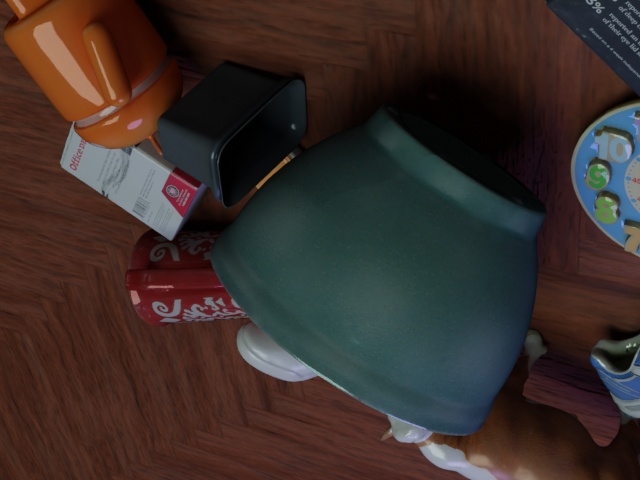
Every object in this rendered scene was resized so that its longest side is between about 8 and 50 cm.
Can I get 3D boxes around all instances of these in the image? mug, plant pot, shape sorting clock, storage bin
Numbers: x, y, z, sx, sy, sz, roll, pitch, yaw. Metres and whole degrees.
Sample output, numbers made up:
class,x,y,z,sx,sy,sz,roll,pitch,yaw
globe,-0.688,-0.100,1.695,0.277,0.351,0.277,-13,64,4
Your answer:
class,x,y,z,sx,sy,sz,roll,pitch,yaw
mug,-0.123,0.049,1.405,0.169,0.150,0.113,-2,118,31
plant pot,0.076,0.003,1.124,0.293,0.293,0.196,33,105,1
shape sorting clock,0.313,-0.040,1.081,0.206,0.040,0.206,20,140,17
storage bin,-0.088,-0.106,1.229,0.091,0.135,0.098,27,144,25

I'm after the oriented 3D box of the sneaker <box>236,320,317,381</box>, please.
class,x,y,z,sx,sy,sz,roll,pitch,yaw
sneaker,0.017,0.108,1.401,0.212,0.080,0.094,11,137,-15

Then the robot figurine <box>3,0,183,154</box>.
class,x,y,z,sx,sy,sz,roll,pitch,yaw
robot figurine,-0.219,-0.180,1.230,0.158,0.128,0.219,-10,124,45

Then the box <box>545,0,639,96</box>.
class,x,y,z,sx,sy,sz,roll,pitch,yaw
box,0.287,-0.194,0.878,0.153,0.108,0.207,42,141,-11

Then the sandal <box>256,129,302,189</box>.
class,x,y,z,sx,sy,sz,roll,pitch,yaw
sandal,-0.007,0.002,1.323,0.265,0.076,0.102,47,140,-18

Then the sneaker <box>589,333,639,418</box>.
class,x,y,z,sx,sy,sz,roll,pitch,yaw
sneaker,0.345,0.115,1.194,0.081,0.080,0.211,44,140,-19

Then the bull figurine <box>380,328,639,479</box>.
class,x,y,z,sx,sy,sz,roll,pitch,yaw
bull figurine,0.208,0.192,1.286,0.310,0.188,0.101,33,142,0

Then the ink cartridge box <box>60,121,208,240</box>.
class,x,y,z,sx,sy,sz,roll,pitch,yaw
ink cartridge box,-0.195,-0.086,1.371,0.150,0.063,0.109,34,143,-1
